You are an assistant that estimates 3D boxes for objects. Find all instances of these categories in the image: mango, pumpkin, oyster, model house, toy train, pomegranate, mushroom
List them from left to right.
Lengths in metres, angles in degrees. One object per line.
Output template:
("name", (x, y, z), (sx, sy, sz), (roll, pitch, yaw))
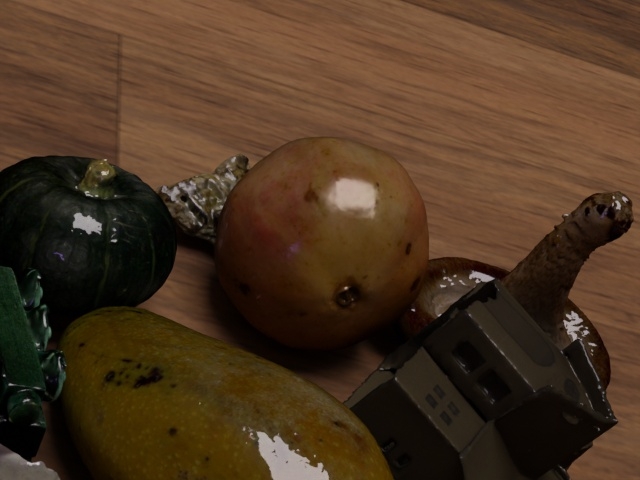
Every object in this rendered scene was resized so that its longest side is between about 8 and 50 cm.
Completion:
("toy train", (-0.244, 0.091, 1.493), (0.071, 0.111, 0.170), (8, 35, -28))
("pumpkin", (-0.199, -0.006, 1.626), (0.167, 0.125, 0.167), (-2, 14, 0))
("mango", (-0.078, 0.152, 1.483), (0.329, 0.175, 0.176), (42, -8, 20))
("oyster", (-0.074, -0.030, 1.817), (0.177, 0.056, 0.105), (14, 44, -28))
("pomegranate", (0.000, -0.001, 1.711), (0.191, 0.191, 0.191), (18, 35, -14))
("model house", (0.152, 0.176, 1.599), (0.243, 0.204, 0.211), (49, 37, 0))
("mushroom", (0.189, 0.030, 1.768), (0.227, 0.217, 0.148), (10, 39, -24))

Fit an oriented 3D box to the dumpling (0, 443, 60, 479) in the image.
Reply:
("dumpling", (-0.256, 0.182, 1.348), (0.188, 0.127, 0.108), (17, 49, -21))
